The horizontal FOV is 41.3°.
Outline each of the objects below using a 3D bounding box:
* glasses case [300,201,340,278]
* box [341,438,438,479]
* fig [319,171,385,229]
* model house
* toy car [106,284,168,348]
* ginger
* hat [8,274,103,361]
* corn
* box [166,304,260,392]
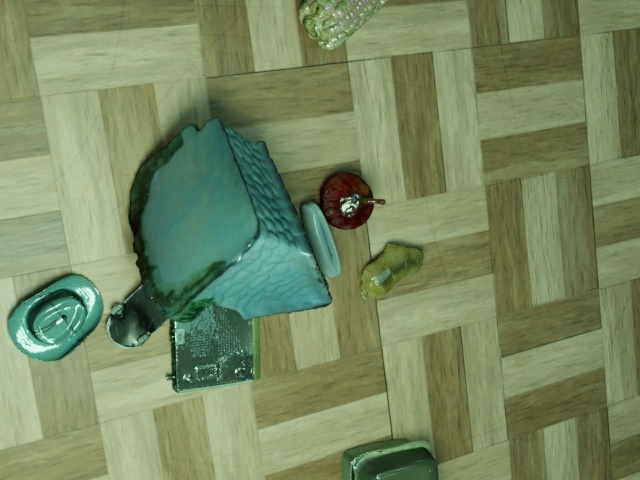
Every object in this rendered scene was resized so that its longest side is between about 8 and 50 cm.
[{"bbox_3d":[0.000,0.000,1.869,0.045,0.067,0.178,-24,105,-21],"label":"glasses case"},{"bbox_3d":[0.164,0.613,1.961,0.220,0.166,0.291,-6,97,-24],"label":"box"},{"bbox_3d":[0.067,-0.076,1.861,0.128,0.150,0.128,-22,138,-22],"label":"fig"},{"bbox_3d":[-0.149,-0.015,1.691,0.297,0.360,0.339,-43,141,23],"label":"model house"},{"bbox_3d":[-0.342,0.135,1.714,0.205,0.056,0.095,-42,87,4],"label":"toy car"},{"bbox_3d":[0.164,0.065,1.954,0.190,0.069,0.095,-37,131,-18],"label":"ginger"},{"bbox_3d":[-0.508,0.152,1.645,0.191,0.078,0.138,-42,109,-15],"label":"hat"},{"bbox_3d":[0.094,-0.543,1.831,0.335,0.126,0.127,-43,111,-19],"label":"corn"},{"bbox_3d":[-0.229,0.180,1.796,0.210,0.045,0.270,-2,96,-26],"label":"box"}]
